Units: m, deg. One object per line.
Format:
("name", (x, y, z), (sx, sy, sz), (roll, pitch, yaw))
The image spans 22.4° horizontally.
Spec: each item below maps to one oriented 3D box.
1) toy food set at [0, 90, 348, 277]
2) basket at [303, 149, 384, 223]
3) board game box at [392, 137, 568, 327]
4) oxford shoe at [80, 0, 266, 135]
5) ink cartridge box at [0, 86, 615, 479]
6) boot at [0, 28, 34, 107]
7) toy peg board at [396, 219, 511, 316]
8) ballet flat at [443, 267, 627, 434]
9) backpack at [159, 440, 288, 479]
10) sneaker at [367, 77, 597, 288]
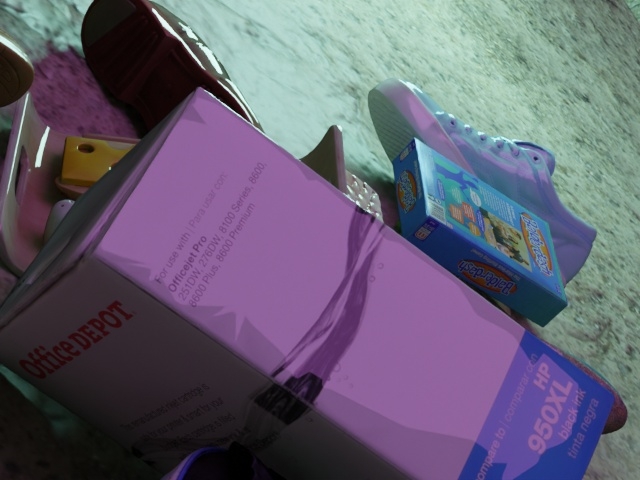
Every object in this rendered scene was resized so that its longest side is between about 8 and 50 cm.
("toy food set", (-0.129, -0.052, 1.452), (0.306, 0.092, 0.219), (7, 37, -9))
("basket", (0.000, 0.000, 1.696), (0.113, 0.103, 0.167), (34, 28, -29))
("board game box", (0.181, -0.010, 1.853), (0.210, 0.047, 0.160), (31, 29, -22))
("oxford shoe", (-0.109, -0.123, 1.680), (0.130, 0.123, 0.348), (4, 50, -59))
("ink cartridge box", (-0.027, 0.099, 1.230), (0.395, 0.285, 0.166), (36, 61, -13))
("boot", (-0.381, -0.232, 1.441), (0.262, 0.095, 0.203), (19, 37, -36))
("toy peg board", (0.156, 0.035, 1.949), (0.160, 0.079, 0.161), (54, 22, -26))
("ballet flat", (0.215, 0.154, 1.846), (0.316, 0.107, 0.106), (36, 43, -11))
("backpack", (-0.061, 0.281, 1.085), (0.276, 0.213, 0.263), (47, 31, -21))
("sneaker", (0.211, -0.090, 2.063), (0.366, 0.150, 0.135), (48, -19, -18))
